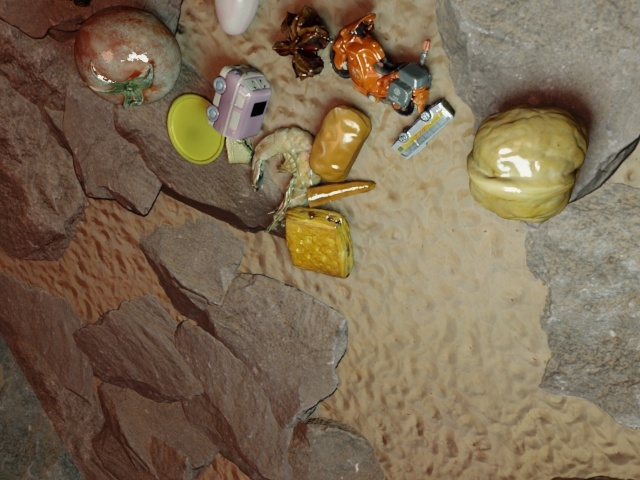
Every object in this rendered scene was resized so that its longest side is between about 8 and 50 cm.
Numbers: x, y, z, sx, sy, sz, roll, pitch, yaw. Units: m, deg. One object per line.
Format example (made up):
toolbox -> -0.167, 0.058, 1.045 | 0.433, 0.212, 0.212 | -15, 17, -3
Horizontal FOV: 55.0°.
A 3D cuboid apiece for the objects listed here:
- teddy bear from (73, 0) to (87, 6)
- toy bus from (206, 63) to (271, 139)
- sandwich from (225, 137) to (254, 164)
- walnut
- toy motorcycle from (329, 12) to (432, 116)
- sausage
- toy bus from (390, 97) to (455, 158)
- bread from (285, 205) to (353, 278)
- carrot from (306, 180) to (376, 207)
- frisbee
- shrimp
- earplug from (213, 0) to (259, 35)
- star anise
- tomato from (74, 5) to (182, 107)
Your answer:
teddy bear -> -0.837, -0.850, 2.021 | 0.251, 0.129, 0.182 | 9, 149, 21
toy bus -> -0.242, -0.420, 1.864 | 0.142, 0.142, 0.202 | 34, 122, 19
sandwich -> -0.262, -0.296, 1.981 | 0.093, 0.036, 0.104 | -1, 107, 30
walnut -> 0.491, -0.183, 1.488 | 0.285, 0.285, 0.296 | 14, 137, 23
toy motorcycle -> 0.154, -0.472, 1.629 | 0.326, 0.148, 0.221 | 37, 147, 21
sausage -> 0.054, -0.274, 1.768 | 0.136, 0.120, 0.241 | 27, 121, 7
toy bus -> 0.279, -0.304, 1.675 | 0.075, 0.064, 0.190 | 42, 124, -6
bread -> 0.000, 0.000, 1.902 | 0.211, 0.099, 0.235 | 11, 133, 23
carrot -> 0.064, -0.147, 1.826 | 0.210, 0.061, 0.061 | -12, 104, 6
frisbee -> -0.414, -0.370, 2.046 | 0.236, 0.017, 0.236 | 10, 114, 24
shrimp -> -0.122, -0.185, 1.923 | 0.247, 0.085, 0.360 | 29, 114, 16
earplug -> -0.231, -0.732, 1.736 | 0.172, 0.172, 0.301 | 26, 126, 18
star anise -> -0.041, -0.538, 1.712 | 0.190, 0.126, 0.220 | -50, 55, 34
tomato -> -0.588, -0.560, 1.892 | 0.317, 0.317, 0.282 | -19, 68, 32
